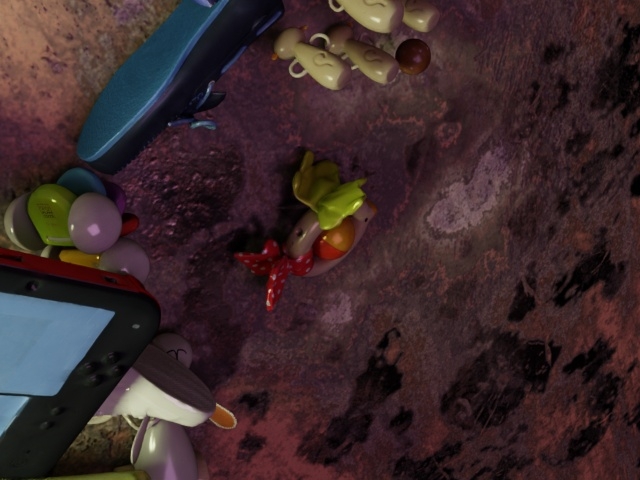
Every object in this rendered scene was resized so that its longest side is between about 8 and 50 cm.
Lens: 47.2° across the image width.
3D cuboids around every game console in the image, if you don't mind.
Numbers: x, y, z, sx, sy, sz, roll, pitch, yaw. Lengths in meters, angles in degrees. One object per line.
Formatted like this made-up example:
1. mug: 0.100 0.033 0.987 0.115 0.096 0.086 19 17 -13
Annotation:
1. game console: -0.399 0.152 0.813 0.386 0.060 0.342 20 111 -48

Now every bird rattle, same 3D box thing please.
1. bird rattle: 0.000 0.000 1.167 0.206 0.143 0.254 7 114 -54

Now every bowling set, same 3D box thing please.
1. bowling set: 0.067 -0.310 1.051 0.287 0.154 0.200 -49 154 -5

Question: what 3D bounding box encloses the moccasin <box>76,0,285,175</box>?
1. moccasin: -0.160 -0.207 0.932 0.342 0.137 0.117 -48 136 -2

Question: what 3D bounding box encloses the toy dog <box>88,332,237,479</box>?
1. toy dog: -0.239 0.328 1.151 0.220 0.161 0.334 -27 127 -20

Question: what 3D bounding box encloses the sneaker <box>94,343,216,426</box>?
1. sneaker: -0.308 0.222 1.038 0.292 0.108 0.169 30 101 -7

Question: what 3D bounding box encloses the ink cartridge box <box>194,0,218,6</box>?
1. ink cartridge box: -0.132 -0.458 0.808 0.395 0.151 0.270 -45 131 -3

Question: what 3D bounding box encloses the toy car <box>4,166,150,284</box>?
1. toy car: -0.298 -0.016 0.952 0.136 0.159 0.182 -64 143 -39

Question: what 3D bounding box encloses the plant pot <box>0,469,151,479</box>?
1. plant pot: -0.352 0.433 1.004 0.253 0.276 0.276 -11 123 -4
